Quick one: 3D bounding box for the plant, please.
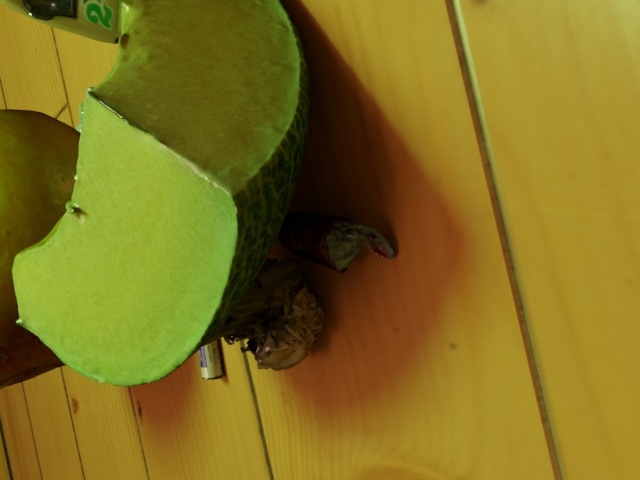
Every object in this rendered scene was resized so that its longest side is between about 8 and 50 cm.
[{"bbox_3d":[-0.063,0.070,0.842,0.116,0.122,0.104,128,126,-68],"label":"plant"}]

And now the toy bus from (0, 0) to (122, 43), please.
[{"bbox_3d":[-0.196,-0.357,0.797,0.177,0.202,0.365,-101,19,-43],"label":"toy bus"}]

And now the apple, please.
[{"bbox_3d":[-0.419,0.017,1.225,0.384,0.374,0.374,-23,79,45],"label":"apple"}]

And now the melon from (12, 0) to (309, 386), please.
[{"bbox_3d":[-0.147,-0.035,0.817,0.343,0.226,0.331,112,151,-46],"label":"melon"}]

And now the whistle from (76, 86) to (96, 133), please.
[{"bbox_3d":[-0.324,-0.174,1.322,0.035,0.035,0.100,58,145,33],"label":"whistle"}]

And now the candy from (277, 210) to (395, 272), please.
[{"bbox_3d":[0.000,0.000,0.781,0.175,0.045,0.043,10,75,62],"label":"candy"}]

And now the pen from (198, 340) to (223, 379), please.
[{"bbox_3d":[-0.139,0.059,1.076,0.025,0.025,0.204,1,101,62],"label":"pen"}]
